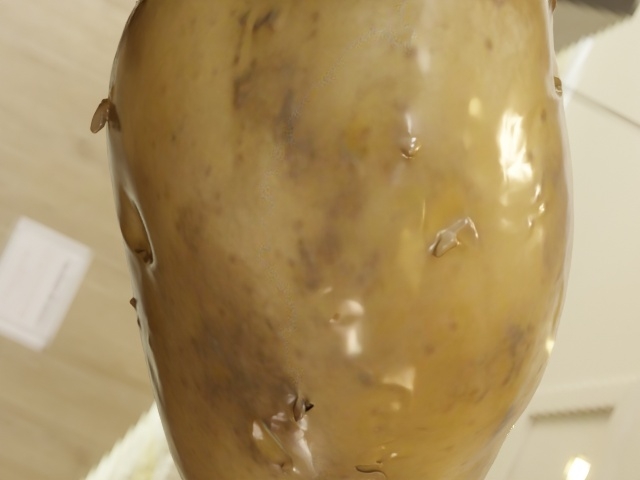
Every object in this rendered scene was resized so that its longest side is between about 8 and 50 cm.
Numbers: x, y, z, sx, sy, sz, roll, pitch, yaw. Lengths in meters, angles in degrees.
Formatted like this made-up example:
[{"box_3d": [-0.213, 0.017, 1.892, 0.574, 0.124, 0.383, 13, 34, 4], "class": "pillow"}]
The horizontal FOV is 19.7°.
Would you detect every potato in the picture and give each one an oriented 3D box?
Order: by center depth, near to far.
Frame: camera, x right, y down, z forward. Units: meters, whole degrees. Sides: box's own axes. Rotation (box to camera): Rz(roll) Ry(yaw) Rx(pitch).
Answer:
[{"box_3d": [-0.001, -0.003, 0.527, 0.235, 0.128, 0.161, 105, -24, -49], "class": "potato"}]
